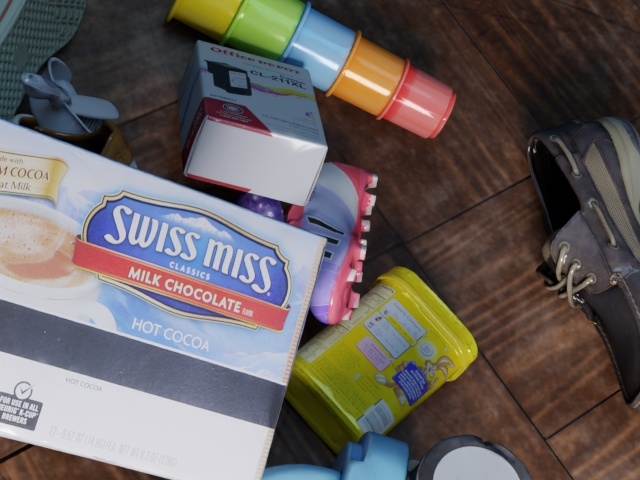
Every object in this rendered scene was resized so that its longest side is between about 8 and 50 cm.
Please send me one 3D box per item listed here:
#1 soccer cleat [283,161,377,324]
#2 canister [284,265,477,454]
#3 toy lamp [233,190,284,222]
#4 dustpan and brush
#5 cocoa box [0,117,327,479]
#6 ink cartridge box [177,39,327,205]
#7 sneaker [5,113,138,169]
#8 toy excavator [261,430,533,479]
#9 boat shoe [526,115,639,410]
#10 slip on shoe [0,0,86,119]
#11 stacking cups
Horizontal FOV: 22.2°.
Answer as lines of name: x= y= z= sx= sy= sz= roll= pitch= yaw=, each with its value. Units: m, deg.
soccer cleat: x=0.000 y=0.000 z=1.604 sx=0.095 sy=0.083 sz=0.248 roll=8 pitch=34 yaw=3
canister: x=0.053 y=0.120 z=1.592 sx=0.126 sy=0.073 sz=0.170 roll=47 pitch=57 yaw=8
toy lamp: x=-0.167 y=0.005 z=1.562 sx=0.274 sy=0.080 sz=0.080 roll=-18 pitch=70 yaw=-29
dustpan and brush: x=-0.238 y=-0.124 z=1.543 sx=0.147 sy=0.060 sz=0.211 roll=57 pitch=18 yaw=15
cocoa box: x=-0.213 y=0.048 z=1.320 sx=0.347 sy=0.231 sz=0.228 roll=20 pitch=82 yaw=-31
ink cartridge box: x=-0.072 y=-0.120 z=1.631 sx=0.127 sy=0.072 sz=0.175 roll=13 pitch=29 yaw=-16
sneaker: x=-0.311 y=-0.059 z=1.476 sx=0.290 sy=0.123 sz=0.106 roll=-9 pitch=38 yaw=-7
toy excavator: x=-0.087 y=0.331 z=1.348 sx=0.445 sy=0.222 sz=0.433 roll=17 pitch=54 yaw=-1
boat shoe: x=0.291 y=0.025 z=1.728 sx=0.130 sy=0.132 sz=0.355 roll=0 pitch=53 yaw=-12
slip on shoe: x=-0.318 y=-0.213 z=1.608 sx=0.101 sy=0.123 sz=0.331 roll=9 pitch=49 yaw=17
stacking cups: x=-0.009 y=-0.199 z=1.749 sx=0.316 sy=0.096 sz=0.096 roll=29 pitch=55 yaw=-11
